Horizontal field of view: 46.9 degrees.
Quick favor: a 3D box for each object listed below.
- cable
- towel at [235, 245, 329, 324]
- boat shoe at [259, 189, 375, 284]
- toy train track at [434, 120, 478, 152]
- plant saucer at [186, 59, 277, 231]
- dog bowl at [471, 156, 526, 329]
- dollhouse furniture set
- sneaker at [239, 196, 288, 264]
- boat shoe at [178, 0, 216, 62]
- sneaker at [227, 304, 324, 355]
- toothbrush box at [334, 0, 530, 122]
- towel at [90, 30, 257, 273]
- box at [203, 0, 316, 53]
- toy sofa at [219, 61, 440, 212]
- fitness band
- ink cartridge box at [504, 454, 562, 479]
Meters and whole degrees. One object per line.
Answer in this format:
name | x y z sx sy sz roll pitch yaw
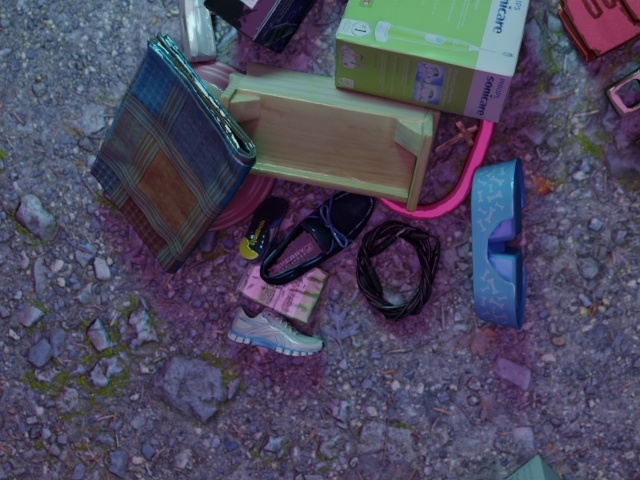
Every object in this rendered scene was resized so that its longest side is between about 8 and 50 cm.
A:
cable | 0.137 0.060 1.373 0.150 0.047 0.184 15 101 8
towel | -0.072 0.081 1.416 0.152 0.023 0.113 25 85 4
boat shoe | 0.000 0.000 1.356 0.109 0.089 0.258 45 92 5
toy train track | 0.237 -0.179 1.291 0.083 0.014 0.048 -30 101 17
plant saucer | -0.239 -0.176 1.392 0.332 0.084 0.332 2 99 10
dog bowl | 0.310 0.007 1.280 0.074 0.166 0.297 -1 98 22
dollhouse furniture set | 0.532 -0.262 1.164 0.152 0.201 0.374 -31 92 20
sneaker | -0.106 -0.018 1.393 0.053 0.059 0.144 23 67 17
boat shoe | -0.223 -0.420 1.367 0.063 0.066 0.184 -4 77 -24
sneaker | -0.083 0.169 1.420 0.190 0.071 0.083 11 94 9
toothbrush box | 0.185 -0.337 1.223 0.283 0.122 0.206 13 62 9
towel | -0.268 -0.131 1.274 0.271 0.040 0.370 52 134 8
box | -0.090 -0.422 1.266 0.108 0.207 0.153 37 104 4
toy sofa | 0.011 -0.180 1.261 0.362 0.177 0.150 10 123 3
fitness band | 0.195 -0.180 1.326 0.209 0.054 0.291 20 102 7
ink cartridge box | 0.299 0.598 1.297 0.384 0.279 0.160 -44 88 13
